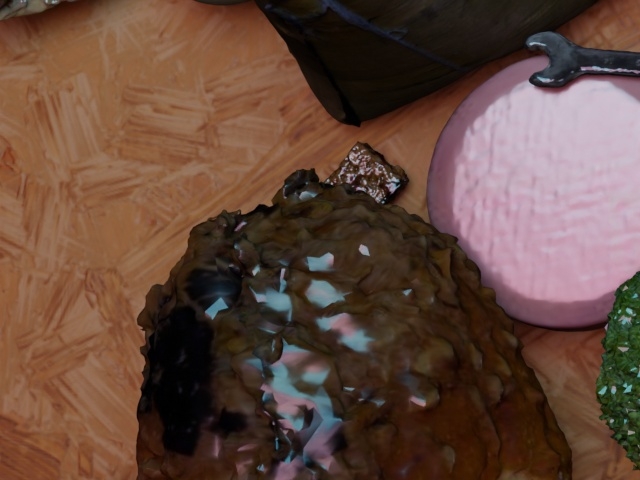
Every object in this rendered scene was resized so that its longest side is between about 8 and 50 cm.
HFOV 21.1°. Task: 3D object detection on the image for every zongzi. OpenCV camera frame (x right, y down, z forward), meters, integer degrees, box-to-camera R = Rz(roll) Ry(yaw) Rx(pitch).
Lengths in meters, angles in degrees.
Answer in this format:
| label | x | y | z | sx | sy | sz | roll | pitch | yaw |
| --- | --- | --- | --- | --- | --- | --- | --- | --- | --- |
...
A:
| label | x | y | z | sx | sy | sz | roll | pitch | yaw |
| --- | --- | --- | --- | --- | --- | --- | --- | --- | --- |
| zongzi | 0.126 | -0.260 | 1.414 | 0.393 | 0.356 | 0.174 | -19 | 73 | 11 |

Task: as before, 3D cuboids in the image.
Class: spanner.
| label | x | y | z | sx | sy | sz | roll | pitch | yaw |
| --- | --- | --- | --- | --- | --- | --- | --- | --- | --- |
| spanner | 0.297 | -0.145 | 1.440 | 0.254 | 0.015 | 0.054 | 5 | 66 | 9 |

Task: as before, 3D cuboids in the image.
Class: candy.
| label | x | y | z | sx | sy | sz | roll | pitch | yaw |
| --- | --- | --- | --- | --- | --- | --- | --- | --- | --- |
| candy | 0.216 | -0.048 | 1.500 | 0.255 | 0.094 | 0.255 | -1 | 85 | 16 |

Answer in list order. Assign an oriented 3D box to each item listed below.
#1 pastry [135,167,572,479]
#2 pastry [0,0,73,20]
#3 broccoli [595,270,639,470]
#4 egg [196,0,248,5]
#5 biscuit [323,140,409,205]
| label | x | y | z | sx | sy | sz | roll | pitch | yaw |
| --- | --- | --- | --- | --- | --- | --- | --- | --- | --- |
| pastry | 0.005 | 0.162 | 1.410 | 0.292 | 0.337 | 0.405 | -35 | 85 | 49 |
| pastry | -0.294 | -0.343 | 1.627 | 0.236 | 0.170 | 0.256 | -12 | 102 | -9 |
| broccoli | 0.393 | 0.094 | 1.334 | 0.413 | 0.321 | 0.310 | -16 | 36 | -23 |
| egg | -0.064 | -0.325 | 1.563 | 0.169 | 0.169 | 0.236 | 31 | 89 | 16 |
| biscuit | 0.000 | 0.000 | 1.586 | 0.064 | 0.034 | 0.199 | 40 | 95 | 15 |
